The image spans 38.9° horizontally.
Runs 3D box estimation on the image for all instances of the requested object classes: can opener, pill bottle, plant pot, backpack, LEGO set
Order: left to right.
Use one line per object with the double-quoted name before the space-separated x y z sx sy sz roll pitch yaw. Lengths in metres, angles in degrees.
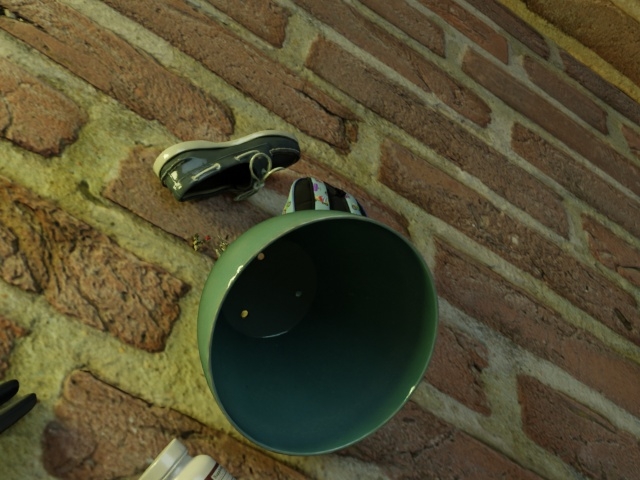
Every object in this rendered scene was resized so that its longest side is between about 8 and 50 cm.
"can opener" -0.343 0.182 0.866 0.059 0.073 0.186 43 26 14
"pill bottle" -0.118 0.283 0.949 0.152 0.086 0.086 42 36 0
"LEGO set" -0.138 0.014 1.258 0.083 0.023 0.054 23 37 -5
"plant pot" -0.030 0.087 1.108 0.290 0.290 0.195 18 7 -30
"backpack" 0.000 0.000 1.314 0.158 0.117 0.173 19 43 -28

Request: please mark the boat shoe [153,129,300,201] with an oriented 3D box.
"boat shoe" -0.121 -0.106 1.328 0.254 0.095 0.079 -10 59 -46
